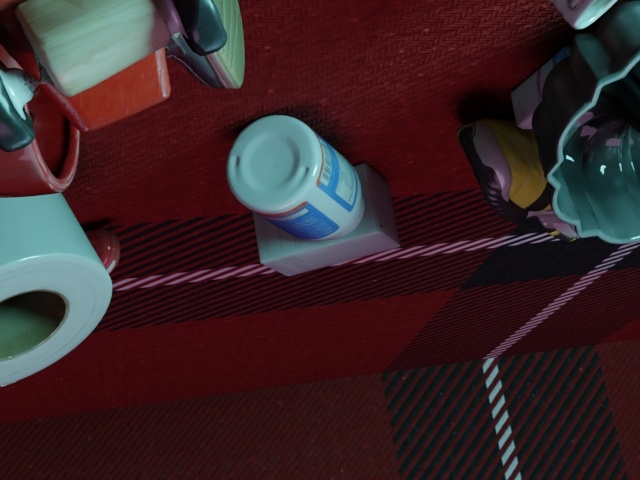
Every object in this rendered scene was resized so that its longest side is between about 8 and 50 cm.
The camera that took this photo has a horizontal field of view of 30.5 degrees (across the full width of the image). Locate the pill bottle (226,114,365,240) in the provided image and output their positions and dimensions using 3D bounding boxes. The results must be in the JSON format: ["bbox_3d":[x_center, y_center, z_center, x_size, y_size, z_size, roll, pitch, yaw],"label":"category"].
[{"bbox_3d":[-0.021,-0.068,1.486,0.124,0.124,0.221,-15,161,16],"label":"pill bottle"}]

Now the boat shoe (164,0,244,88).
[{"bbox_3d":[-0.138,-0.216,1.006,0.092,0.102,0.285,-8,160,12],"label":"boat shoe"}]

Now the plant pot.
[{"bbox_3d":[-0.317,-0.126,1.033,0.174,0.191,0.191,-8,163,3],"label":"plant pot"}]

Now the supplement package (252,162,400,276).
[{"bbox_3d":[0.007,-0.027,1.666,0.179,0.105,0.105,-15,162,18],"label":"supplement package"}]

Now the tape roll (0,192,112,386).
[{"bbox_3d":[-0.395,0.041,1.408,0.246,0.169,0.246,-26,150,-17],"label":"tape roll"}]

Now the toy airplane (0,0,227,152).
[{"bbox_3d":[-0.205,-0.266,0.611,0.386,0.272,0.384,12,116,-31],"label":"toy airplane"}]

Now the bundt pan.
[{"bbox_3d":[0.383,-0.153,1.315,0.331,0.124,0.330,-12,140,-10],"label":"bundt pan"}]

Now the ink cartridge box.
[{"bbox_3d":[0.301,-0.182,1.419,0.089,0.052,0.122,0,159,-25],"label":"ink cartridge box"}]

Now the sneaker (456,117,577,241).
[{"bbox_3d":[0.308,-0.104,1.558,0.147,0.145,0.385,-30,160,27],"label":"sneaker"}]

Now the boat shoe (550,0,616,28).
[{"bbox_3d":[0.307,-0.265,0.922,0.136,0.156,0.367,-25,177,-38],"label":"boat shoe"}]

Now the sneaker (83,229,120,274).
[{"bbox_3d":[-0.401,0.030,1.660,0.221,0.087,0.128,-19,162,24],"label":"sneaker"}]
